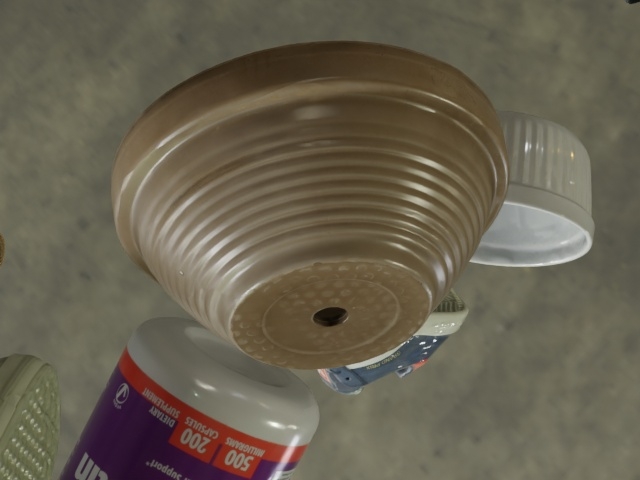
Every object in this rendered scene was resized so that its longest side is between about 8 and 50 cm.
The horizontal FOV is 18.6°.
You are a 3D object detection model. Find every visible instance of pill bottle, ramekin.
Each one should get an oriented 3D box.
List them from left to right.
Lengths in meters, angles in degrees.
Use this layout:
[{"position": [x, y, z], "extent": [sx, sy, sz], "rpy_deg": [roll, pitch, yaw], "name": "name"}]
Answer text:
[{"position": [-0.145, 0.240, 1.713], "extent": [0.181, 0.181, 0.323], "rpy_deg": [21, 101, -35], "name": "pill bottle"}, {"position": [0.186, -0.056, 2.043], "extent": [0.207, 0.207, 0.109], "rpy_deg": [21, 67, -36], "name": "ramekin"}]

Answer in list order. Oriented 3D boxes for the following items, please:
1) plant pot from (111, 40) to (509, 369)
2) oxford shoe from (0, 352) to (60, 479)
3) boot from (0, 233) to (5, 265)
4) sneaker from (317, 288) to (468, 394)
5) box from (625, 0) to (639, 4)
[{"position": [0.000, 0.000, 1.135], "extent": [0.237, 0.109, 0.237], "rpy_deg": [-7, 147, -5], "name": "plant pot"}, {"position": [-0.290, 0.201, 1.299], "extent": [0.130, 0.449, 0.169], "rpy_deg": [7, 113, 6], "name": "oxford shoe"}, {"position": [-0.409, 0.005, 1.825], "extent": [0.197, 0.152, 0.073], "rpy_deg": [-6, 105, -46], "name": "boot"}, {"position": [0.010, 0.102, 2.189], "extent": [0.350, 0.131, 0.148], "rpy_deg": [9, 125, -42], "name": "sneaker"}, {"position": [0.312, -0.364, 1.922], "extent": [0.108, 0.207, 0.153], "rpy_deg": [-18, 143, 1], "name": "box"}]
